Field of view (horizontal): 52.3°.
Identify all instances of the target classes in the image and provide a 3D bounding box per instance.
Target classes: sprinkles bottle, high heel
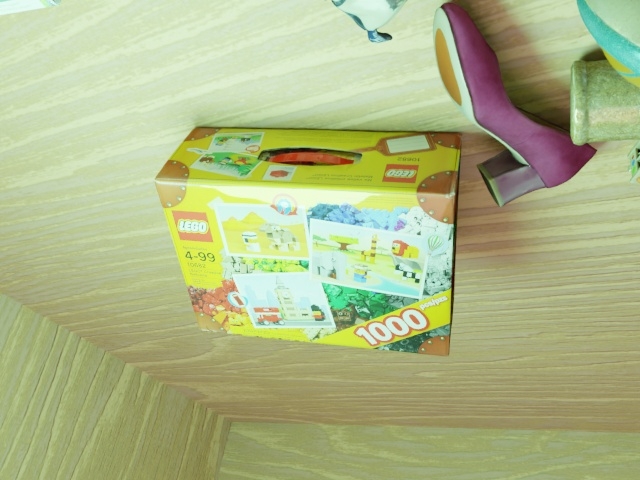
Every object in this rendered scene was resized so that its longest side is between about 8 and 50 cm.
[{"bbox_3d":[0.523,-0.198,0.868,0.355,0.121,0.121,0,148,21],"label":"sprinkles bottle"},{"bbox_3d":[0.294,-0.220,0.971,0.181,0.127,0.377,-28,135,7],"label":"high heel"}]

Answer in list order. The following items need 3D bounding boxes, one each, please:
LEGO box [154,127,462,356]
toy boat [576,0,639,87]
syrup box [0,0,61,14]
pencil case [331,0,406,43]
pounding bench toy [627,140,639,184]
[{"bbox_3d":[0.000,0.000,1.210,0.500,0.193,0.373,3,129,14],"label":"LEGO box"},{"bbox_3d":[0.434,-0.213,0.725,0.318,0.267,0.148,15,130,-5],"label":"toy boat"},{"bbox_3d":[-0.322,-0.374,0.749,0.093,0.237,0.096,-1,147,20],"label":"syrup box"},{"bbox_3d":[-0.067,-0.380,0.725,0.410,0.160,0.183,22,159,-17],"label":"pencil case"},{"bbox_3d":[0.531,-0.115,1.059,0.052,0.065,0.083,10,150,3],"label":"pounding bench toy"}]
